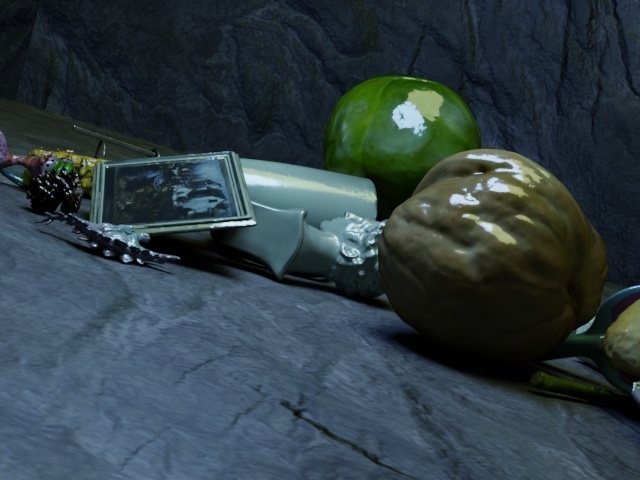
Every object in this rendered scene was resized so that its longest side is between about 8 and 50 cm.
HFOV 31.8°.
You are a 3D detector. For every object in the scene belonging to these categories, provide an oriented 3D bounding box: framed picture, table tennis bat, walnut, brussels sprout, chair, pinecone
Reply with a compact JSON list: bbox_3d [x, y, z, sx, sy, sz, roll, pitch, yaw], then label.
[{"bbox_3d":[-0.221,-0.074,1.639,0.232,0.019,0.296,-6,25,-8],"label":"framed picture"},{"bbox_3d":[0.401,0.138,1.512,0.244,0.153,0.040,-5,-1,27],"label":"table tennis bat"},{"bbox_3d":[0.219,0.024,1.449,0.285,0.285,0.296,19,29,30],"label":"walnut"},{"bbox_3d":[0.153,-0.155,2.048,0.289,0.281,0.355,-4,-15,18],"label":"brussels sprout"},{"bbox_3d":[-0.411,-0.163,2.297,0.221,0.095,0.104,14,18,-25],"label":"chair"},{"bbox_3d":[-0.388,-0.071,1.644,0.083,0.077,0.077,3,11,-23],"label":"pinecone"}]

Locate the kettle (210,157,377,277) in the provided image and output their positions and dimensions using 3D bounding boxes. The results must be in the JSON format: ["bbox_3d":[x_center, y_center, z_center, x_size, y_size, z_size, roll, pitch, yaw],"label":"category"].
[{"bbox_3d":[-0.047,-0.030,1.812,0.255,0.165,0.240,12,35,-19],"label":"kettle"}]

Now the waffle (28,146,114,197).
[{"bbox_3d":[-0.421,-0.117,2.005,0.197,0.070,0.193,16,6,23],"label":"waffle"}]

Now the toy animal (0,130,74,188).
[{"bbox_3d":[-0.504,-0.121,1.798,0.208,0.100,0.103,11,-32,-17],"label":"toy animal"}]

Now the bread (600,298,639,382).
[{"bbox_3d":[0.470,0.139,1.349,0.244,0.134,0.244,22,-3,1],"label":"bread"}]

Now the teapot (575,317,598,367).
[{"bbox_3d":[0.458,0.154,1.600,0.077,0.107,0.200,16,6,-29],"label":"teapot"}]

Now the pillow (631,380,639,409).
[{"bbox_3d":[0.417,0.217,1.148,0.169,0.059,0.255,22,5,-4],"label":"pillow"}]

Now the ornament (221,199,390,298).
[{"bbox_3d":[-0.006,0.013,1.665,0.285,0.130,0.120,7,1,-10],"label":"ornament"}]

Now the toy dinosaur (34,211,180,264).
[{"bbox_3d":[-0.280,-0.004,1.452,0.209,0.039,0.082,17,8,14],"label":"toy dinosaur"}]

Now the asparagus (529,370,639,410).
[{"bbox_3d":[0.360,0.193,1.379,0.248,0.024,0.025,15,12,-25],"label":"asparagus"}]
